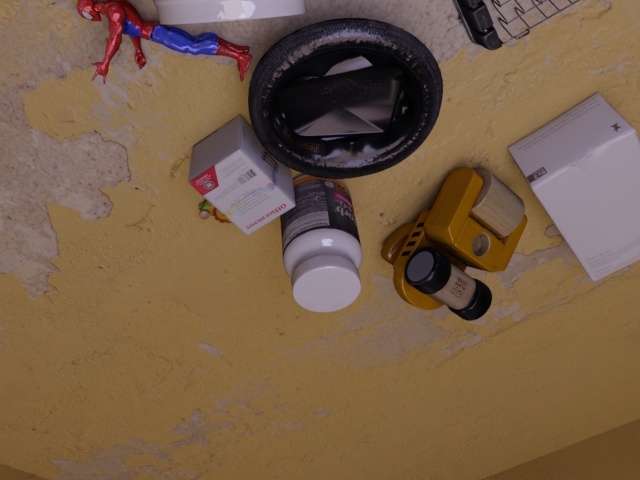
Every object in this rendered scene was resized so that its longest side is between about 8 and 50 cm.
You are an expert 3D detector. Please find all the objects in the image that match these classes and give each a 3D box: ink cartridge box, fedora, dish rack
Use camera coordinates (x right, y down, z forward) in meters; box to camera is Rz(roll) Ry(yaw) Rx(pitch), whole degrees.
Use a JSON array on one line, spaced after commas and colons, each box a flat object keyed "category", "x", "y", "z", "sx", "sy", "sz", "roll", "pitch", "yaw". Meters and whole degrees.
[{"category": "ink cartridge box", "x": -0.153, "y": -0.127, "z": 1.119, "sx": 0.128, "sy": 0.127, "sz": 0.176, "roll": -29, "pitch": 129, "yaw": 18}, {"category": "fedora", "x": 0.039, "y": -0.267, "z": 0.997, "sx": 0.334, "sy": 0.152, "sz": 0.334, "roll": -4, "pitch": 133, "yaw": -4}, {"category": "dish rack", "x": 0.353, "y": -0.456, "z": 0.921, "sx": 0.272, "sy": 0.074, "sz": 0.208, "roll": -28, "pitch": 131, "yaw": 16}]

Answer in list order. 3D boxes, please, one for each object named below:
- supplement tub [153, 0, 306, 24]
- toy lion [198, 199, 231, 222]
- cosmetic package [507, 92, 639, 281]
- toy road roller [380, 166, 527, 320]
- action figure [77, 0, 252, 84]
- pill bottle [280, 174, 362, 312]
[{"category": "supplement tub", "x": -0.128, "y": -0.448, "z": 0.697, "sx": 0.236, "sy": 0.235, "sz": 0.324, "roll": -5, "pitch": 113, "yaw": -3}, {"category": "toy lion", "x": -0.213, "y": -0.080, "z": 1.225, "sx": 0.096, "sy": 0.034, "sz": 0.100, "roll": 4, "pitch": 132, "yaw": -20}, {"category": "cosmetic package", "x": 0.601, "y": -0.101, "z": 1.226, "sx": 0.217, "sy": 0.156, "sz": 0.385, "roll": -31, "pitch": 128, "yaw": 20}, {"category": "toy road roller", "x": 0.283, "y": 0.001, "z": 1.283, "sx": 0.202, "sy": 0.241, "sz": 0.329, "roll": 32, "pitch": 85, "yaw": -31}, {"category": "action figure", "x": -0.273, "y": -0.313, "z": 0.951, "sx": 0.280, "sy": 0.091, "sz": 0.139, "roll": 18, "pitch": 116, "yaw": -22}, {"category": "pill bottle", "x": 0.000, "y": 0.000, "z": 1.154, "sx": 0.162, "sy": 0.278, "sz": 0.162, "roll": -4, "pitch": 134, "yaw": -4}]
